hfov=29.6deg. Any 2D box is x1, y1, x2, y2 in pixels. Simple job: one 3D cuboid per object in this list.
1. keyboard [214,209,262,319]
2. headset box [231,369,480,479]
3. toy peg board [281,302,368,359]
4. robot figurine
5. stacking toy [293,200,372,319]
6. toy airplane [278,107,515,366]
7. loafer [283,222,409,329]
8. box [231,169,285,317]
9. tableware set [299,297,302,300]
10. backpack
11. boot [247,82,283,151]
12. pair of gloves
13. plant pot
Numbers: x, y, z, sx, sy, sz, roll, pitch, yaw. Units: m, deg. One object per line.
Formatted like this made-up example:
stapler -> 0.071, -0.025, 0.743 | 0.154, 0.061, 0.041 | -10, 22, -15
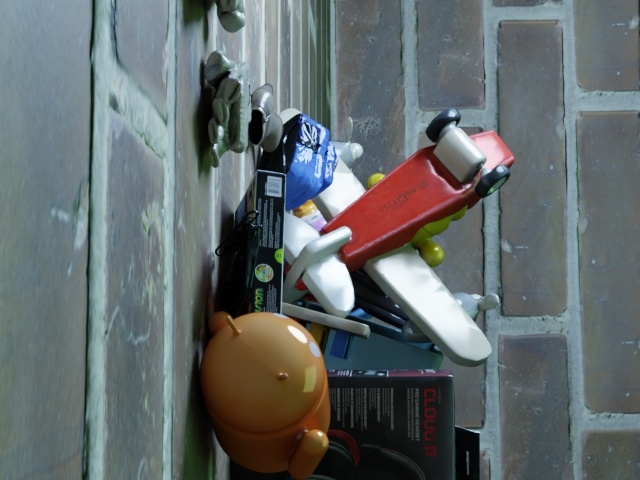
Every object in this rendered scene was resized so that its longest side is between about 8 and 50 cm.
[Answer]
keyboard -> -0.094, 0.032, 1.274 | 0.192, 0.038, 0.100 | 123, -23, -68
headset box -> 0.044, 0.264, 1.453 | 0.110, 0.293, 0.218 | 36, 55, -86
toy peg board -> -0.021, 0.134, 1.635 | 0.161, 0.161, 0.079 | 59, 46, -83
robot figurine -> -0.053, 0.155, 1.220 | 0.219, 0.128, 0.158 | 84, 7, -59
stacking toy -> 0.000, 0.000, 2.115 | 0.301, 0.166, 0.175 | 64, 21, -18
toy airplane -> 0.092, -0.008, 1.856 | 0.272, 0.384, 0.386 | 95, 3, -68
loafer -> 0.081, 0.070, 1.990 | 0.109, 0.303, 0.095 | 54, 61, -84
box -> -0.073, 0.037, 1.378 | 0.114, 0.036, 0.207 | 125, -30, -60
tableware set -> -0.034, 0.031, 2.301 | 0.128, 0.039, 0.194 | 126, -27, -69
backpack -> -0.030, -0.103, 1.719 | 0.098, 0.101, 0.120 | -39, -150, 44
boot -> -0.079, -0.152, 1.627 | 0.087, 0.042, 0.118 | -75, 164, -54
pair of gloves -> -0.098, -0.211, 1.256 | 0.204, 0.042, 0.240 | -91, -179, -69
plant pot -> 0.037, 0.253, 1.941 | 0.248, 0.247, 0.252 | 5, 103, -87
